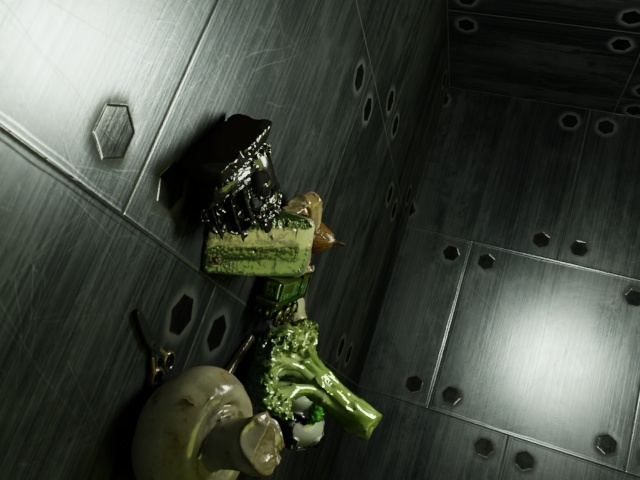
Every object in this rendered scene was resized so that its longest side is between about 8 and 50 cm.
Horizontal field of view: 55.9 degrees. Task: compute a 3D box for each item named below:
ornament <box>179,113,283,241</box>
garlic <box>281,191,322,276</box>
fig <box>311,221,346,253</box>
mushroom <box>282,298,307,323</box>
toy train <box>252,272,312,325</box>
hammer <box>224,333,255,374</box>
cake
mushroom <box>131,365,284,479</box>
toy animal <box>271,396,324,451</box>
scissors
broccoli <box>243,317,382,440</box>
[{"bbox_3d":[-0.167,-0.104,1.270,0.251,0.106,0.260,-51,144,-43],"label":"ornament"},{"bbox_3d":[-0.084,-0.007,1.672,0.217,0.110,0.227,-35,131,-48],"label":"garlic"},{"bbox_3d":[-0.012,0.003,1.854,0.119,0.153,0.119,-47,175,-6],"label":"fig"},{"bbox_3d":[-0.085,0.179,1.879,0.071,0.084,0.209,-131,-147,-56],"label":"mushroom"},{"bbox_3d":[-0.111,0.156,1.711,0.137,0.090,0.225,-71,164,11],"label":"toy train"},{"bbox_3d":[-0.258,0.370,1.542,0.365,0.044,0.111,-58,154,-50],"label":"hammer"},{"bbox_3d":[-0.135,0.009,1.418,0.284,0.172,0.157,-14,114,-68],"label":"cake"},{"bbox_3d":[-0.224,0.417,1.237,0.297,0.290,0.297,-24,119,-56],"label":"mushroom"},{"bbox_3d":[-0.065,0.541,1.980,0.212,0.213,0.266,-6,112,-72],"label":"toy animal"},{"bbox_3d":[-0.336,0.208,1.198,0.220,0.017,0.088,85,28,-44],"label":"scissors"},{"bbox_3d":[-0.027,0.388,1.728,0.275,0.397,0.353,125,-28,-49],"label":"broccoli"}]
